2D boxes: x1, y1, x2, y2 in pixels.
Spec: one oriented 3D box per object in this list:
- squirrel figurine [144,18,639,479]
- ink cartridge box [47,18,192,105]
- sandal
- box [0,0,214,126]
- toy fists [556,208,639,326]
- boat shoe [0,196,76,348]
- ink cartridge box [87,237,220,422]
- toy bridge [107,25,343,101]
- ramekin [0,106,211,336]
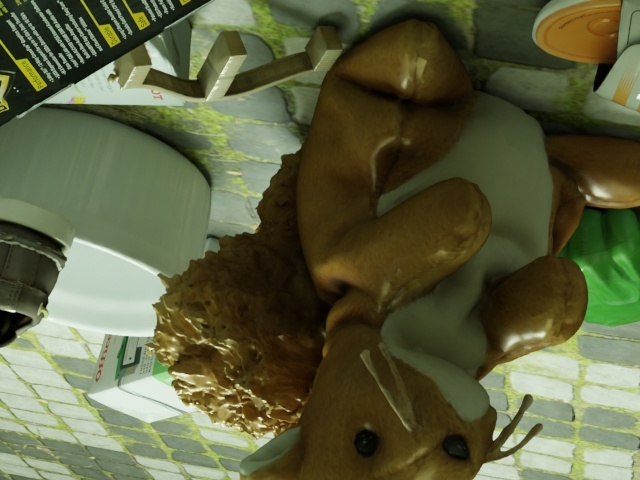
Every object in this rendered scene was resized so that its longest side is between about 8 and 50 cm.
[{"bbox_3d":[0.046,0.071,1.381,0.281,0.371,0.397,27,155,-33],"label":"squirrel figurine"},{"bbox_3d":[-0.195,-0.164,1.318,0.175,0.072,0.127,2,157,6],"label":"ink cartridge box"},{"bbox_3d":[0.277,-0.117,1.181,0.265,0.076,0.102,10,158,9],"label":"sandal"},{"bbox_3d":[-0.181,-0.208,1.012,0.257,0.079,0.322,-30,155,0],"label":"box"},{"bbox_3d":[0.187,0.025,1.572,0.279,0.096,0.142,-6,161,38],"label":"toy fists"},{"bbox_3d":[-0.313,0.051,1.548,0.116,0.097,0.324,22,157,-21],"label":"boat shoe"},{"bbox_3d":[-0.157,0.104,1.873,0.092,0.160,0.219,26,155,-26],"label":"ink cartridge box"},{"bbox_3d":[-0.076,-0.131,1.286,0.188,0.026,0.063,-9,153,-31],"label":"toy bridge"},{"bbox_3d":[-0.238,-0.018,1.651,0.277,0.135,0.277,12,158,5],"label":"ramekin"}]
